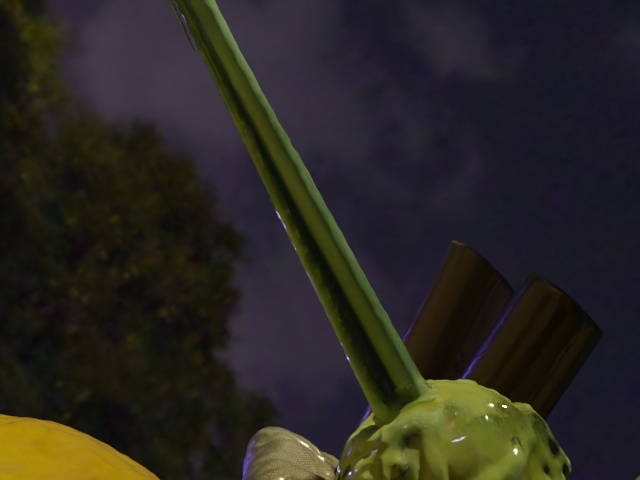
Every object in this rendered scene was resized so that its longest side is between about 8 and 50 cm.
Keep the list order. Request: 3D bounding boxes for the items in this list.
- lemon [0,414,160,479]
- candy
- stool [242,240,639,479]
[{"bbox_3d":[-0.132,0.183,0.512,0.320,0.245,0.245,-31,-91,53],"label":"lemon"},{"bbox_3d":[0.000,0.000,0.617,0.093,0.092,0.335,-20,-82,47],"label":"candy"},{"bbox_3d":[0.131,0.176,0.976,0.310,0.226,0.310,43,-2,-7],"label":"stool"}]
